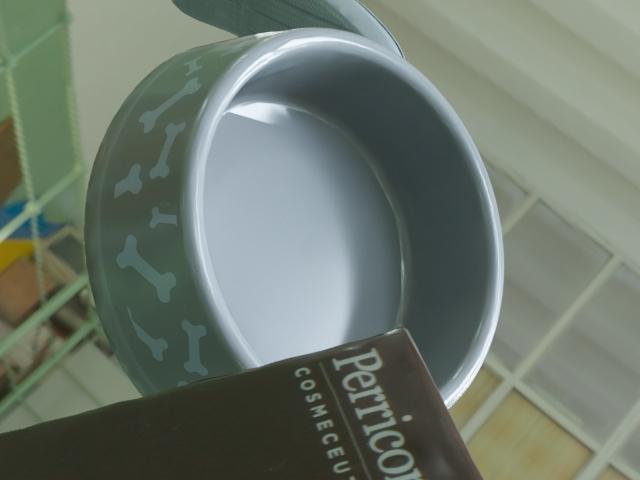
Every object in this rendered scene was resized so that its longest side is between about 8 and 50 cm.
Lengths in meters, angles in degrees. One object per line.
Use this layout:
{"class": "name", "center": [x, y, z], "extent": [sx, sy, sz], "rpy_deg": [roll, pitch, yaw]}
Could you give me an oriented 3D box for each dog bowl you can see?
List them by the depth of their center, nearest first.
{"class": "dog bowl", "center": [0.000, 0.000, 0.943], "extent": [0.102, 0.349, 0.349], "rpy_deg": [-18, -66, 49]}

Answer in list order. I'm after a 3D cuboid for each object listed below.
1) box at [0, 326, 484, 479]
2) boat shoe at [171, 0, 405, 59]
{"class": "box", "center": [-0.117, 0.175, 0.392], "extent": [0.191, 0.381, 0.143], "rpy_deg": [-117, -164, -55]}
{"class": "boat shoe", "center": [-0.020, -0.243, 1.285], "extent": [0.335, 0.119, 0.121], "rpy_deg": [38, -46, 31]}
